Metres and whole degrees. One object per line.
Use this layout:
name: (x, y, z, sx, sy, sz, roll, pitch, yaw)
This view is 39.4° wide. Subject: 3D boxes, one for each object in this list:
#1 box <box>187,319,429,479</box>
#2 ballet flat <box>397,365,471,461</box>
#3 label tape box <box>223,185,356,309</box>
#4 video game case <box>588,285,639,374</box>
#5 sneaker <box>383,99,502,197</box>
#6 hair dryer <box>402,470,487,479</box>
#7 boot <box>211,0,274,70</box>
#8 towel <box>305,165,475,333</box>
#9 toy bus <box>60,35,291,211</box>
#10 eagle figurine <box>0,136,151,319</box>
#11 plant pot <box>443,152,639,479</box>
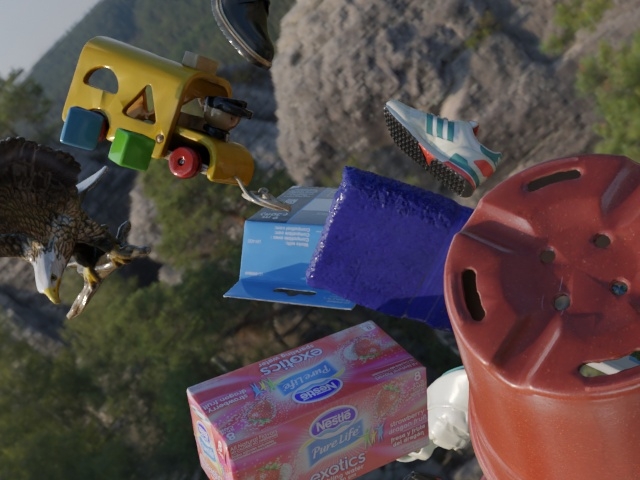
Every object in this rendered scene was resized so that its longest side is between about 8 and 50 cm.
box: (-0.013, 0.246, 1.239, 0.300, 0.142, 0.154, -17, 29, -22)
ballet flat: (0.238, 0.359, 1.749, 0.139, 0.139, 0.400, -56, 3, -30)
label tape box: (0.000, 0.000, 1.601, 0.241, 0.106, 0.334, 4, 21, 21)
video game case: (0.578, 0.112, 1.449, 0.036, 0.329, 0.300, -32, 36, 62)
sneaker: (0.148, -0.124, 1.079, 0.075, 0.161, 0.057, -38, -27, -14)
hair dryer: (0.247, 0.437, 1.478, 0.293, 0.223, 0.080, -31, 29, -35)
boot: (-0.075, -0.335, 1.169, 0.137, 0.198, 0.077, -35, -24, 21)
towel: (0.149, 0.020, 1.231, 0.076, 0.308, 0.227, -76, 6, -47)
toy bus: (-0.127, -0.117, 0.807, 0.191, 0.202, 0.104, 36, 109, 64)
eagle figurine: (-0.369, -0.011, 1.113, 0.225, 0.298, 0.226, 23, 91, 49)
plant pot: (0.227, 0.086, 0.732, 0.272, 0.265, 0.272, -11, 55, 17)
